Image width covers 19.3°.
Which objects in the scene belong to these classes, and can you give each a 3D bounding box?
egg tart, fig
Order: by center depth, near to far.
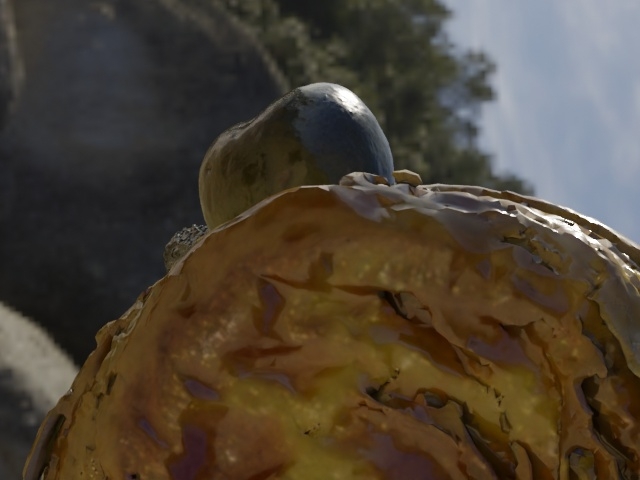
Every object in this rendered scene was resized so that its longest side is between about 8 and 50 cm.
[{"bbox_3d":[0.030,0.124,0.702,0.132,0.297,0.297,81,2,-78],"label":"egg tart"},{"bbox_3d":[-0.002,-0.012,1.228,0.127,0.133,0.185,81,-14,-54],"label":"fig"}]

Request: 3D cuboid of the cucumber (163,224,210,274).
[{"bbox_3d":[-0.058,0.027,1.541,0.300,0.072,0.072,-170,-105,-69],"label":"cucumber"}]
